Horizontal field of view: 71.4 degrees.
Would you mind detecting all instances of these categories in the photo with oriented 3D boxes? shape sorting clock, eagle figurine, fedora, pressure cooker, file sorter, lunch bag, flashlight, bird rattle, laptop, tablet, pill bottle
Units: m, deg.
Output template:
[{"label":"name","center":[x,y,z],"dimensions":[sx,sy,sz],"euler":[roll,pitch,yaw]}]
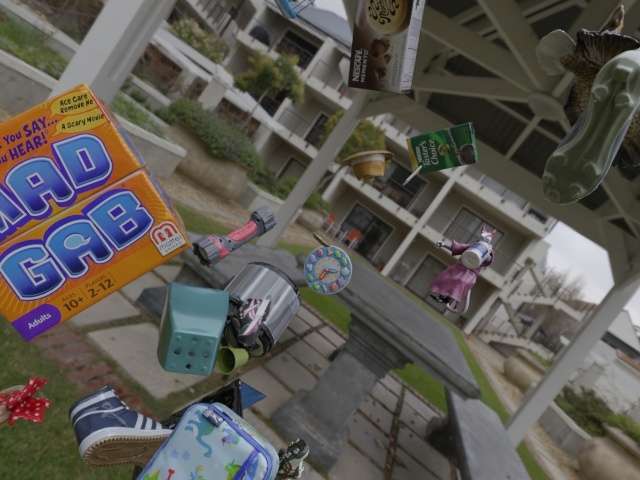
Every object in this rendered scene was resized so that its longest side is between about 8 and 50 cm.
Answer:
[{"label":"shape sorting clock","center":[0.029,0.122,1.864],"dimensions":[0.206,0.206,0.040],"euler":[37,3,12]},{"label":"eagle figurine","center":[0.564,-0.321,0.858],"dimensions":[0.226,0.298,0.225],"euler":[32,-37,-14]},{"label":"fedora","center":[0.165,-0.250,1.528],"dimensions":[0.194,0.079,0.194],"euler":[-8,-3,0]},{"label":"pressure cooker","center":[-0.335,0.353,2.144],"dimensions":[0.370,0.420,0.375],"euler":[45,-37,-12]},{"label":"file sorter","center":[-0.104,-0.794,1.373],"dimensions":[0.170,0.104,0.118],"euler":[52,1,-33]},{"label":"lunch bag","center":[-0.180,0.378,0.685],"dimensions":[0.176,0.219,0.090],"euler":[35,-13,17]},{"label":"flashlight","center":[-0.287,-0.024,1.524],"dimensions":[0.103,0.304,0.103],"euler":[53,-33,0]},{"label":"bird rattle","center":[-0.775,0.401,1.053],"dimensions":[0.207,0.253,0.143],"euler":[5,-51,56]},{"label":"laptop","center":[-0.389,0.678,1.536],"dimensions":[0.236,0.382,0.408],"euler":[61,-2,-22]},{"label":"tablet","center":[0.233,-0.164,1.132],"dimensions":[0.006,0.054,0.083],"euler":[46,3,3]},{"label":"pill bottle","center":[0.531,0.046,1.514],"dimensions":[0.067,0.067,0.120],"euler":[38,39,22]}]

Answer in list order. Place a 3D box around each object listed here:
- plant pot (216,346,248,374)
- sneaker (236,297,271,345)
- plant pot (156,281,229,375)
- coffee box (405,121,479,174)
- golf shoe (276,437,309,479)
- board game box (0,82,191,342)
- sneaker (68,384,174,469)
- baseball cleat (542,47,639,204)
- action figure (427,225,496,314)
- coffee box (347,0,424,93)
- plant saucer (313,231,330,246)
[{"label":"plant pot","center":[-0.269,0.367,1.388],"dimensions":[0.083,0.083,0.079],"euler":[38,15,27]},{"label":"sneaker","center":[-0.196,0.216,1.207],"dimensions":[0.077,0.072,0.178],"euler":[13,23,7]},{"label":"plant pot","center":[-0.324,0.232,1.134],"dimensions":[0.165,0.166,0.234],"euler":[12,10,-17]},{"label":"coffee box","center":[0.338,-0.253,1.243],"dimensions":[0.184,0.113,0.040],"euler":[-6,15,34]},{"label":"golf shoe","center":[-0.103,0.883,1.787],"dimensions":[0.120,0.273,0.105],"euler":[43,41,2]},{"label":"board game box","center":[-0.543,-0.075,0.977],"dimensions":[0.356,0.356,0.356],"euler":[61,-12,-19]},{"label":"sneaker","center":[-0.414,0.409,0.973],"dimensions":[0.153,0.099,0.282],"euler":[36,-6,36]},{"label":"baseball cleat","center":[0.355,-0.135,0.555],"dimensions":[0.072,0.109,0.206],"euler":[45,-31,28]},{"label":"action figure","center":[0.600,0.114,1.779],"dimensions":[0.275,0.370,0.248],"euler":[38,-1,-32]},{"label":"coffee box","center":[0.188,-0.583,1.273],"dimensions":[0.168,0.297,0.119],"euler":[16,25,22]},{"label":"plant saucer","center":[0.000,0.000,1.687],"dimensions":[0.083,0.015,0.083],"euler":[41,5,-4]}]
